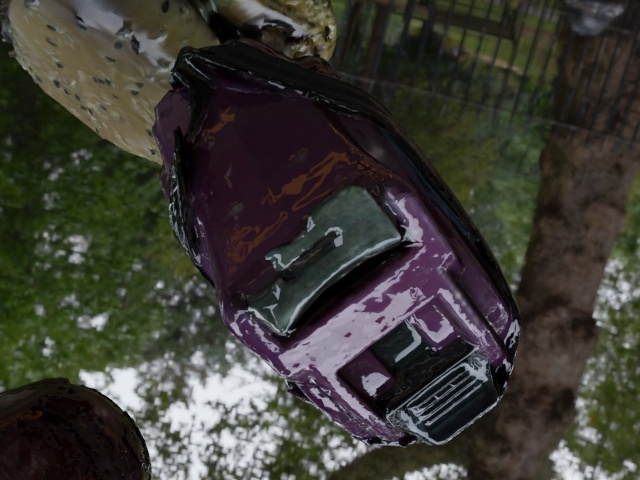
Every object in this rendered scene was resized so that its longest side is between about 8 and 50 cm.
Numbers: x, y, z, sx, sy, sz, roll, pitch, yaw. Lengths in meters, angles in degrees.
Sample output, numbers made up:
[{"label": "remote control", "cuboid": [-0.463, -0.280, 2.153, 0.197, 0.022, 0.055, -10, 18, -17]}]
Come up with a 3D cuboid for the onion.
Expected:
[{"label": "onion", "cuboid": [-0.253, 0.192, 0.697, 0.219, 0.252, 0.252, 53, -162, 1]}]

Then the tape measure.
[{"label": "tape measure", "cuboid": [0.000, 0.000, 0.544, 0.245, 0.149, 0.231, 49, -177, -41]}]

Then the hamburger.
[{"label": "hamburger", "cuboid": [-0.137, -0.191, 0.899, 0.276, 0.195, 0.318, 35, 164, -7]}]
